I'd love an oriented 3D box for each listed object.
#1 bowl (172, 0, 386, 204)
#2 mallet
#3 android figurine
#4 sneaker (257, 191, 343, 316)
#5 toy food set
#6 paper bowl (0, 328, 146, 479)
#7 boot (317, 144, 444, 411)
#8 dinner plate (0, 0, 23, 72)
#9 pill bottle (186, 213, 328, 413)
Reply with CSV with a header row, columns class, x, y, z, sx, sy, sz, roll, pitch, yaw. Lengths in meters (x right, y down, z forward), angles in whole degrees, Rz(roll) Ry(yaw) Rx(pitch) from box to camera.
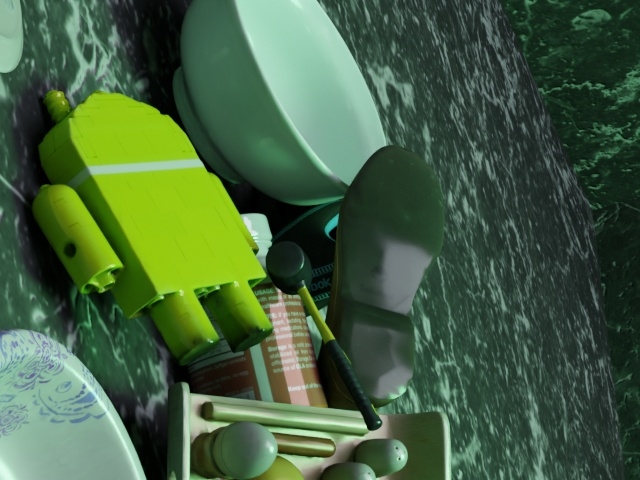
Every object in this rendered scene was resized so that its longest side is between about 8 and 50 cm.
class,x,y,z,sx,sy,sz,roll,pitch,yaw
bowl,-0.061,-0.150,1.997,0.298,0.134,0.298,49,24,-31
mallet,0.004,0.082,1.692,0.189,0.039,0.062,60,-2,27
android figurine,-0.148,-0.020,1.647,0.273,0.056,0.248,57,29,12
sneaker,0.000,0.000,2.080,0.341,0.140,0.125,-73,143,-63
toy food set,-0.005,0.244,1.654,0.306,0.092,0.219,10,72,-37
paper bowl,-0.212,0.206,1.168,0.284,0.148,0.284,-17,90,-74
boot,0.044,0.042,1.883,0.112,0.115,0.305,23,55,-14
dinner plate,-0.279,-0.209,1.592,0.141,0.017,0.141,-16,90,-75
pill bottle,-0.070,0.090,1.793,0.121,0.121,0.216,17,59,-71
